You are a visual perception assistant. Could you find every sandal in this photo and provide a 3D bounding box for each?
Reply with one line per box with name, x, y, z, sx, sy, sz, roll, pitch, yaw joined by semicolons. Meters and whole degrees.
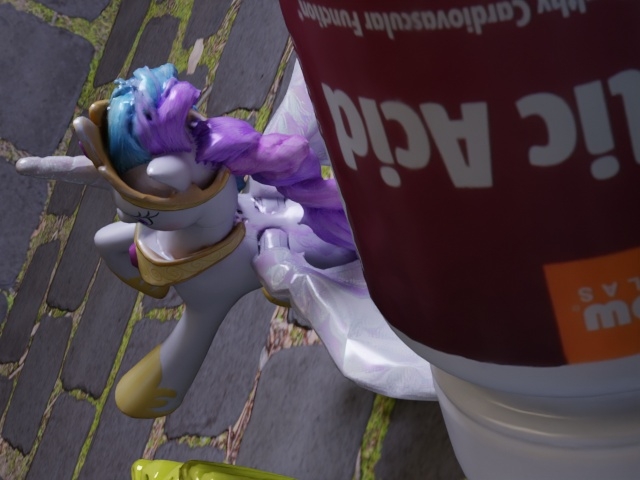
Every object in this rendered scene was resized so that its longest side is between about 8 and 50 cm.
sandal;-0.087;0.253;1.176;0.317;0.126;0.138;150;134;-69

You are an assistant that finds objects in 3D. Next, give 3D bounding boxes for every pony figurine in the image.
pony figurine;0.000;0.000;0.940;0.363;0.351;0.302;94;170;-65

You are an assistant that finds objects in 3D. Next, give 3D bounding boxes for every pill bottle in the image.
pill bottle;0.106;-0.075;0.626;0.224;0.392;0.224;-14;29;8
